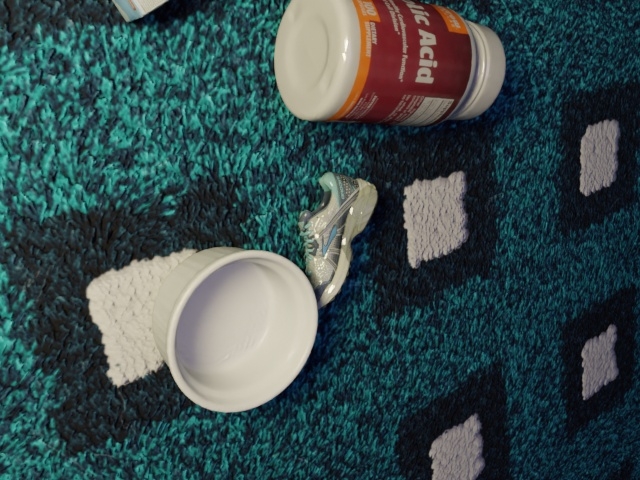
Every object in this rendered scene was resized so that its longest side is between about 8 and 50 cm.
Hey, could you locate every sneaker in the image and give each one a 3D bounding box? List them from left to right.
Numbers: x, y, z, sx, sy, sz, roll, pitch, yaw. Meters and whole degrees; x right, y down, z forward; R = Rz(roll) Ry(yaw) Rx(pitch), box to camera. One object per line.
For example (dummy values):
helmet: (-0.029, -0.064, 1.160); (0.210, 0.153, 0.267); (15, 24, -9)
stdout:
sneaker: (0.000, 0.000, 1.135); (0.122, 0.110, 0.282); (23, 84, -18)

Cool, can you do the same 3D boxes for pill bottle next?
pill bottle: (0.136, -0.321, 1.066); (0.392, 0.224, 0.223); (-5, 103, -34)

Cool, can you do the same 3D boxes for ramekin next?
ramekin: (-0.153, 0.141, 1.020); (0.277, 0.135, 0.277); (-9, 106, -33)

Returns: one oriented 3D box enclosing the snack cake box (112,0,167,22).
snack cake box: (-0.282, -0.467, 0.825); (0.152, 0.089, 0.264); (-42, 120, -19)
